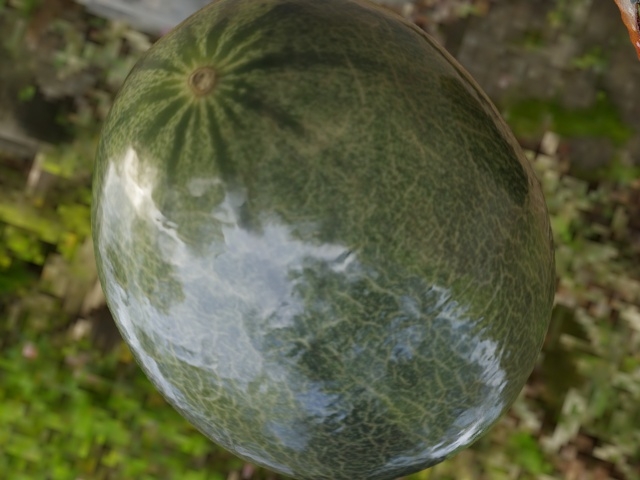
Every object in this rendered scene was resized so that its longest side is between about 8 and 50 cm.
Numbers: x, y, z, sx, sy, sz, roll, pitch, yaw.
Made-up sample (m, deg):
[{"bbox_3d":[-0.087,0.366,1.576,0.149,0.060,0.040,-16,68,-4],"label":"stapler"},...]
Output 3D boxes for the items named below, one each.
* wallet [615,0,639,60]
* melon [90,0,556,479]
[{"bbox_3d":[0.188,-0.208,1.312,0.020,0.196,0.103,-23,145,8],"label":"wallet"},{"bbox_3d":[0.000,0.000,1.049,0.237,0.237,0.302,18,155,35],"label":"melon"}]
